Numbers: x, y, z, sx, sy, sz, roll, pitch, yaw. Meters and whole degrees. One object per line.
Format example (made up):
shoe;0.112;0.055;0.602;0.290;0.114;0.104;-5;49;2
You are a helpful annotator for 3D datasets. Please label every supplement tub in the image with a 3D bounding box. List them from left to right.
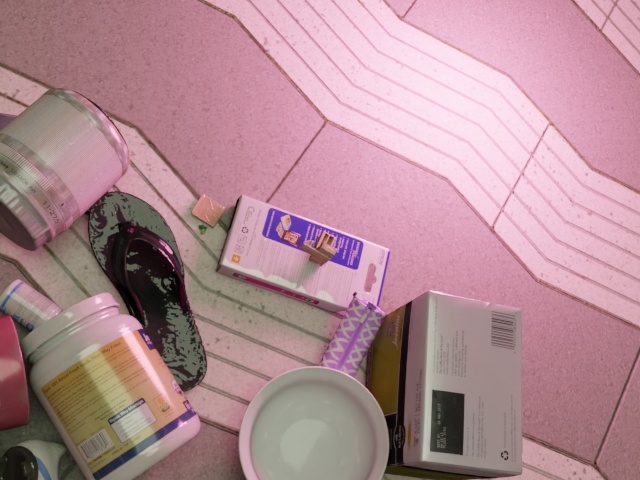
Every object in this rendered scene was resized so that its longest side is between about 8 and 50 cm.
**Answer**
supplement tub;-0.566;0.131;1.550;0.107;0.071;0.071;36;64;-4
supplement tub;-0.392;0.279;1.474;0.228;0.228;0.316;-31;85;-26

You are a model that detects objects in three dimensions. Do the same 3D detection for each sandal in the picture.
sandal;-0.338;0.091;1.624;0.167;0.107;0.446;-21;82;-25

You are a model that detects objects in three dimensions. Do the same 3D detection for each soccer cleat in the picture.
soccer cleat;-0.510;0.518;1.415;0.116;0.143;0.331;6;88;22

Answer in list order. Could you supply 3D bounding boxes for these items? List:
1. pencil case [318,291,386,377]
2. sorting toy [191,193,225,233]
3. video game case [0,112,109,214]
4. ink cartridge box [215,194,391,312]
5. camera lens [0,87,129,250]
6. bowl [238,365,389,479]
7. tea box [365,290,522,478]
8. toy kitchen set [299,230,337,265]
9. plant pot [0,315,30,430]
pencil case;0.067;0.220;1.709;0.086;0.088;0.206;26;88;-8
sorting toy;-0.255;-0.055;1.763;0.062;0.012;0.083;35;60;-11
video game case;-0.580;-0.161;1.674;0.274;0.026;0.196;7;70;-17
ink cartridge box;-0.034;0.043;1.781;0.371;0.069;0.176;19;66;-11
camera lens;-0.528;-0.143;1.550;0.219;0.219;0.274;41;63;-3
bowl;-0.015;0.414;1.601;0.298;0.134;0.298;1;67;-3
tea box;0.242;0.313;1.643;0.220;0.323;0.329;12;70;-16
toy kitchen set;0.000;0.000;1.729;0.068;0.083;0.075;30;64;-9
plant pot;-0.626;0.247;1.410;0.180;0.201;0.201;-9;75;-27
